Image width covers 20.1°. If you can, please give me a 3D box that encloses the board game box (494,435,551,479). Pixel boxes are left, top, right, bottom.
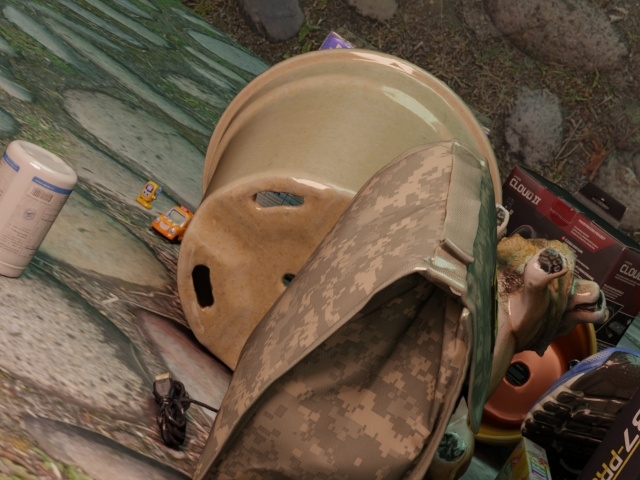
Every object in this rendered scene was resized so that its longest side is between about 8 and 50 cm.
[{"bbox_3d":[0.171,0.247,1.640,0.026,0.103,0.154,32,10,-2],"label":"board game box"}]

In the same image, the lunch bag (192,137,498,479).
[{"bbox_3d":[0.049,0.078,1.404,0.169,0.287,0.235,32,28,-7],"label":"lunch bag"}]

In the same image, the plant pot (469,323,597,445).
[{"bbox_3d":[0.217,0.141,2.069,0.205,0.205,0.188,35,-5,17],"label":"plant pot"}]

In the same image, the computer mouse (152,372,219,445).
[{"bbox_3d":[-0.057,0.170,1.520,0.193,0.042,0.106,23,8,-19],"label":"computer mouse"}]

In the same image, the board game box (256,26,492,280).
[{"bbox_3d":[0.041,-0.083,2.260,0.232,0.291,0.141,33,11,0],"label":"board game box"}]

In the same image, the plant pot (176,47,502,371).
[{"bbox_3d":[0.000,0.000,1.826,0.333,0.334,0.305,32,22,1],"label":"plant pot"}]

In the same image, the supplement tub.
[{"bbox_3d":[-0.272,-0.029,1.618,0.071,0.107,0.071,32,11,-7],"label":"supplement tub"}]

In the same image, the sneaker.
[{"bbox_3d":[0.272,0.168,1.812,0.129,0.147,0.330,19,-23,5],"label":"sneaker"}]

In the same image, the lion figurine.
[{"bbox_3d":[0.141,0.124,1.737,0.142,0.392,0.240,34,-27,16],"label":"lion figurine"}]

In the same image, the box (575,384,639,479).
[{"bbox_3d":[0.430,0.273,1.684,0.395,0.318,0.097,29,12,-21],"label":"box"}]

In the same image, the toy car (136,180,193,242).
[{"bbox_3d":[-0.186,-0.040,2.094,0.060,0.040,0.122,20,17,-49],"label":"toy car"}]

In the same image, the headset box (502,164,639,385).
[{"bbox_3d":[0.280,0.062,2.279,0.110,0.293,0.218,21,15,-46],"label":"headset box"}]
